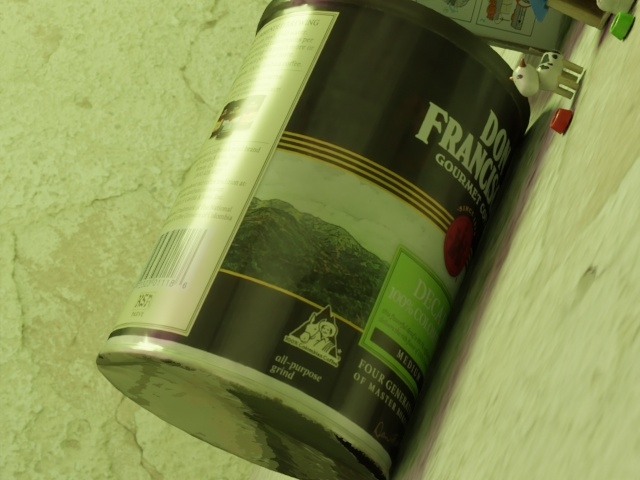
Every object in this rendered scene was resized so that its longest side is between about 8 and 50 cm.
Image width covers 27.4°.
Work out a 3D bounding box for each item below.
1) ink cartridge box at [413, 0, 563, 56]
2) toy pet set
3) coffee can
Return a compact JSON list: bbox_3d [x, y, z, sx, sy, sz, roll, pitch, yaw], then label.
[{"bbox_3d":[0.107,-0.316,1.017,0.272,0.130,0.309,-141,62,-70],"label":"ink cartridge box"},{"bbox_3d":[0.143,-0.146,0.755,0.122,0.065,0.114,116,178,-46],"label":"toy pet set"},{"bbox_3d":[0.000,0.000,0.873,0.201,0.202,0.275,117,176,-70],"label":"coffee can"}]
